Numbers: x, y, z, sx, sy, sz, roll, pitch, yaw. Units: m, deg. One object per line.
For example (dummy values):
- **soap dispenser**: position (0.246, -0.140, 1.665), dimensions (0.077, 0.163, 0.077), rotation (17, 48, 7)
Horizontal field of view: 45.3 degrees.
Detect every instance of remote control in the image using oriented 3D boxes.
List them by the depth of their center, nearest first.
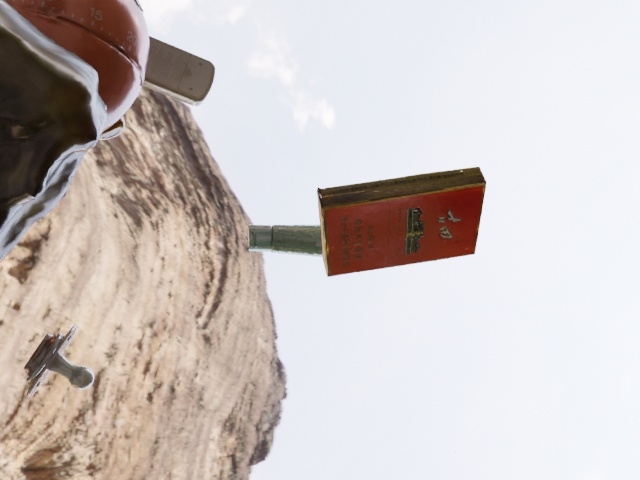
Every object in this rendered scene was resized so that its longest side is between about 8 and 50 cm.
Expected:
- **remote control**: position (-0.267, -0.286, 1.252), dimensions (0.190, 0.029, 0.088), rotation (20, -116, -12)

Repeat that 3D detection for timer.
- **timer**: position (-0.342, -0.254, 1.011), dimensions (0.229, 0.230, 0.215), rotation (9, -110, 12)

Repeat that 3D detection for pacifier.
- **pacifier**: position (-0.305, 0.151, 0.909), dimensions (0.078, 0.081, 0.099), rotation (35, -103, -9)

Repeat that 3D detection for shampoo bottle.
- **shampoo bottle**: position (0.000, 0.000, 1.006), dimensions (0.190, 0.041, 0.069), rotation (2, -147, -7)

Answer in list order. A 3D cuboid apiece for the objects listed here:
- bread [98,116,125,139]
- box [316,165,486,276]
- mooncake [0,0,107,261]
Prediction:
- **bread**: position (-0.369, -0.213, 1.272), dimensions (0.062, 0.049, 0.103), rotation (-31, -107, -14)
- **box**: position (0.065, -0.014, 0.629), dimensions (0.133, 0.090, 0.023), rotation (-8, -129, -5)
- **mooncake**: position (-0.393, -0.055, 0.703), dimensions (0.394, 0.246, 0.393), rotation (-32, -153, 34)
